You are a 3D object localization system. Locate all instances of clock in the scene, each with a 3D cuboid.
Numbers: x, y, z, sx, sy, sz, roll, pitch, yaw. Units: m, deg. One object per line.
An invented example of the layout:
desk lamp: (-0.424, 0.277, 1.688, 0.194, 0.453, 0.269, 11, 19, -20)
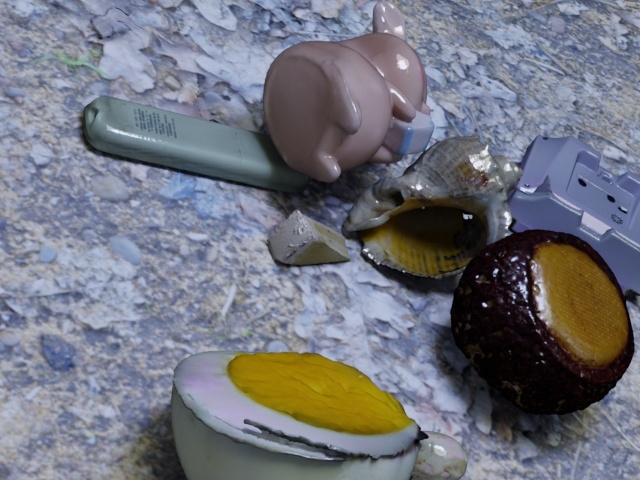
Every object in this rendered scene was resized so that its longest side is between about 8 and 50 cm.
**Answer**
clock: (0.389, -0.043, 2.237, 0.253, 0.083, 0.186, 30, 38, -2)

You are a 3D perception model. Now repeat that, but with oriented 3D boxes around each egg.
egg: (-0.041, 0.226, 1.601, 0.264, 0.174, 0.286, 10, 17, -22)

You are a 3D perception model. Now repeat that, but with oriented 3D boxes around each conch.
conch: (0.153, -0.035, 2.022, 0.245, 0.163, 0.178, -16, 54, -4)

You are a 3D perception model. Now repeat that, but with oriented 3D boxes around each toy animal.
toy animal: (0.050, -0.187, 2.022, 0.256, 0.195, 0.213, -8, 38, -47)

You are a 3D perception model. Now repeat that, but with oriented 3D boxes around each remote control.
remote control: (-0.154, -0.124, 1.993, 0.310, 0.038, 0.090, 11, 42, -26)

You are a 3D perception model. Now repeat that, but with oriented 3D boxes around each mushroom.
mushroom: (0.125, 0.250, 1.759, 0.084, 0.067, 0.083, 17, 5, -1)

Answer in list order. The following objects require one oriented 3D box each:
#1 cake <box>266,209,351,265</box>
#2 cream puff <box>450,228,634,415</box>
cake: (0.000, 0.000, 1.953, 0.121, 0.065, 0.052, 2, 50, -42)
cream puff: (0.269, 0.105, 1.921, 0.239, 0.165, 0.239, 22, 51, -30)
